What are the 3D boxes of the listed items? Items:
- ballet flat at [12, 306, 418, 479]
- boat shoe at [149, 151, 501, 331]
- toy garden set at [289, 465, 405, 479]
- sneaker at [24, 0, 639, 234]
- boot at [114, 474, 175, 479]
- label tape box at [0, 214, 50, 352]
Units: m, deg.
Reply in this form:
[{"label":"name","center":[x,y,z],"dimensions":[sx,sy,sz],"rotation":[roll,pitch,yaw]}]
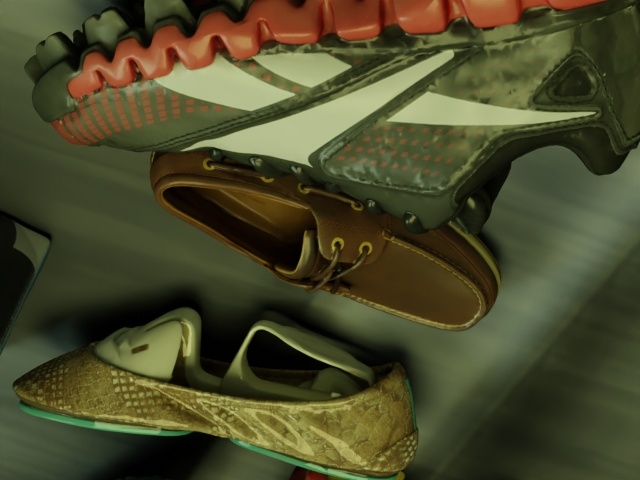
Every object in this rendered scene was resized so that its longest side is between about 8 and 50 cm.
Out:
[{"label":"ballet flat","center":[-0.050,0.069,0.931],"dimensions":[0.206,0.073,0.067],"rotation":[9,103,2]},{"label":"boat shoe","center":[0.000,0.000,0.853],"dimensions":[0.178,0.060,0.064],"rotation":[28,130,-11]},{"label":"toy garden set","center":[0.032,0.214,1.036],"dimensions":[0.203,0.049,0.244],"rotation":[29,130,-14]},{"label":"sneaker","center":[0.010,-0.059,0.764],"dimensions":[0.276,0.097,0.135],"rotation":[-9,108,19]},{"label":"boot","center":[-0.099,0.254,1.023],"dimensions":[0.223,0.118,0.338],"rotation":[48,144,-17]},{"label":"label tape box","center":[-0.319,0.032,0.835],"dimensions":[0.333,0.241,0.106],"rotation":[27,130,-10]}]
